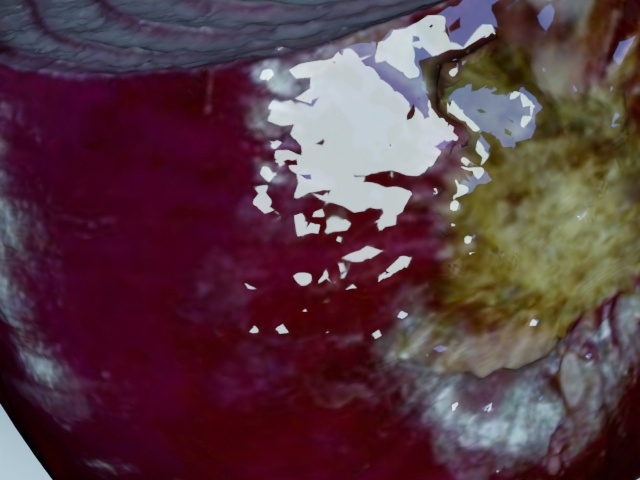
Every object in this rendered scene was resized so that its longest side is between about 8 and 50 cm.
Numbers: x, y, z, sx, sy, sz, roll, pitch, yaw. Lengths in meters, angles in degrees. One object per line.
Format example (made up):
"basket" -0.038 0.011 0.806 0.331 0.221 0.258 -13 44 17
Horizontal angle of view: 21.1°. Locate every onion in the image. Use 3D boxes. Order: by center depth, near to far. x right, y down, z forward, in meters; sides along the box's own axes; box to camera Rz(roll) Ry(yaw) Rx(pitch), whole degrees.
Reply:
"onion" 0.001 0.005 0.508 0.206 0.216 0.207 -28 112 -19
